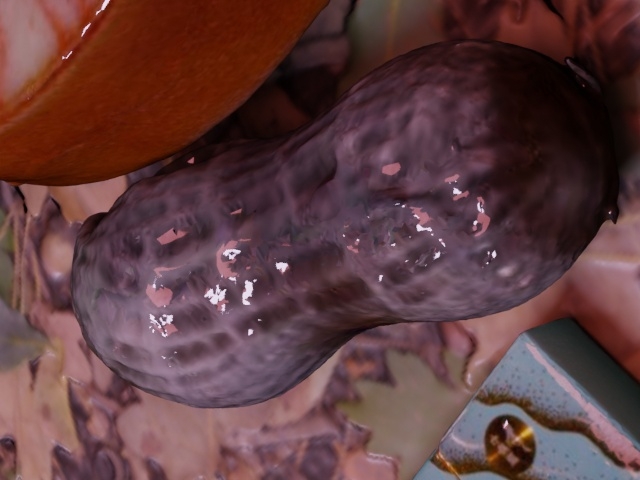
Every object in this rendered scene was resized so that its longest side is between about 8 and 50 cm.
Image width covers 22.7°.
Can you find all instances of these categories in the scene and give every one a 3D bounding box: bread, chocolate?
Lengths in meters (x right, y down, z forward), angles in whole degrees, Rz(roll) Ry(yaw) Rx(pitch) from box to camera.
[{"bbox_3d":[-0.111,-0.191,0.630,0.295,0.114,0.328,-18,77,40],"label":"bread"},{"bbox_3d":[0.000,0.000,0.607,0.248,0.110,0.110,-21,85,40],"label":"chocolate"}]

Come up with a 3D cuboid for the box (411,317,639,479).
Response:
[{"bbox_3d":[0.081,0.165,0.614,0.162,0.041,0.229,46,123,22],"label":"box"}]
